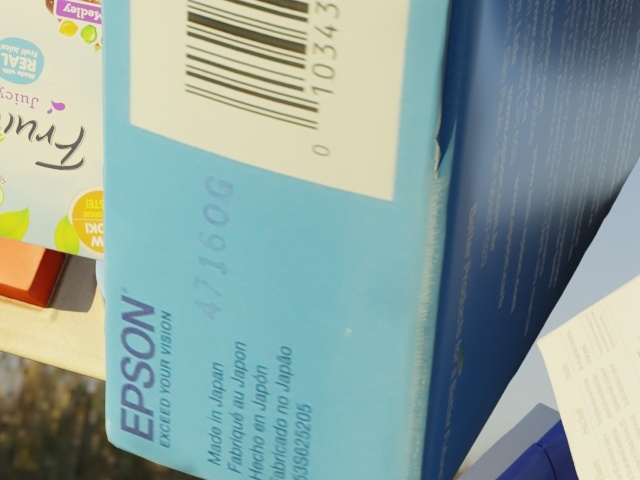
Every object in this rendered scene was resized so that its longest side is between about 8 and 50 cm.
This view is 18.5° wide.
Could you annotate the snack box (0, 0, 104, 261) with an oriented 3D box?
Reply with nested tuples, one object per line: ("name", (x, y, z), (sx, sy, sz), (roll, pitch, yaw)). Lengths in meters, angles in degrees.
("snack box", (-0.175, -0.094, 1.063), (0.207, 0.174, 0.070), (14, 24, 12))

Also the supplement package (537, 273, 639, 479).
("supplement package", (0.227, 0.128, 0.953), (0.145, 0.204, 0.262), (-33, 11, 9))

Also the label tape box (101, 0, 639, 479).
("label tape box", (0.053, -0.109, 0.653), (0.115, 0.249, 0.347), (15, 37, 16))

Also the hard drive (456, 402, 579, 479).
("hard drive", (0.065, 0.278, 1.246), (0.040, 0.319, 0.210), (25, -35, 41))

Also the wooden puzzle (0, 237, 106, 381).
("wooden puzzle", (-0.160, -0.054, 1.567), (0.348, 0.322, 0.080), (16, -18, 10))
